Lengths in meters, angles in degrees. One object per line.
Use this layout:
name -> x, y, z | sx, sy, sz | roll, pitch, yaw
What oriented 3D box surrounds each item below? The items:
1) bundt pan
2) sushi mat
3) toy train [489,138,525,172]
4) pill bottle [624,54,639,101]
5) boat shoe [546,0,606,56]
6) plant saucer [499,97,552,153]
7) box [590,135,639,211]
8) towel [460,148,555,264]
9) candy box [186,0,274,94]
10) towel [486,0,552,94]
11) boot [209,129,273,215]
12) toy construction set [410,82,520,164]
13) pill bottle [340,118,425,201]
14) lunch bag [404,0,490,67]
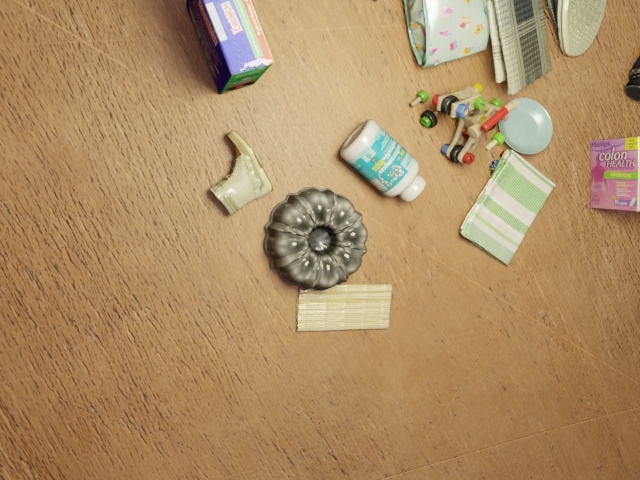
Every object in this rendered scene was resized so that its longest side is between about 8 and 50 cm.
bundt pan -> 0.000, 0.000, 1.642 | 0.330, 0.124, 0.331 | -1, 94, -15
sushi mat -> 0.077, 0.214, 1.751 | 0.316, 0.019, 0.151 | 1, 97, -15
toy train -> 0.623, -0.286, 1.826 | 0.158, 0.027, 0.036 | -44, 101, -6
pill bottle -> 1.149, -0.596, 1.873 | 0.123, 0.123, 0.219 | 33, 87, -16
boat shoe -> 0.788, -0.846, 1.740 | 0.186, 0.156, 0.500 | -27, 117, -12
plant saucer -> 0.675, -0.376, 1.808 | 0.195, 0.037, 0.195 | 2, 81, -10
box -> 1.037, -0.227, 1.842 | 0.117, 0.213, 0.243 | -5, 98, -14
towel -> 0.631, -0.108, 1.828 | 0.248, 0.038, 0.325 | 30, 91, -23
candy box -> -0.247, -0.546, 1.420 | 0.122, 0.317, 0.268 | -22, 102, -11
towel -> 0.621, -0.642, 1.700 | 0.312, 0.056, 0.324 | -34, 115, -38
boot -> -0.256, -0.196, 1.587 | 0.165, 0.077, 0.213 | -33, 106, -7
toy construction set -> 0.488, -0.390, 1.651 | 0.237, 0.309, 0.257 | -39, 112, -12
pill bottle -> 0.198, -0.234, 1.661 | 0.264, 0.146, 0.146 | 39, 86, -16
lunch bag -> 0.382, -0.675, 1.645 | 0.223, 0.160, 0.262 | -19, 110, -12
